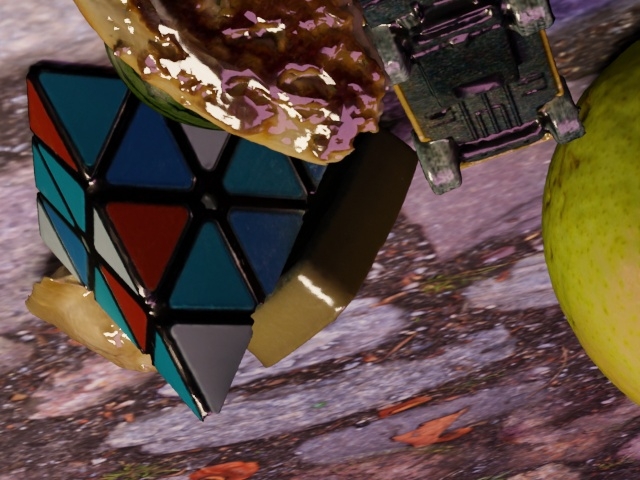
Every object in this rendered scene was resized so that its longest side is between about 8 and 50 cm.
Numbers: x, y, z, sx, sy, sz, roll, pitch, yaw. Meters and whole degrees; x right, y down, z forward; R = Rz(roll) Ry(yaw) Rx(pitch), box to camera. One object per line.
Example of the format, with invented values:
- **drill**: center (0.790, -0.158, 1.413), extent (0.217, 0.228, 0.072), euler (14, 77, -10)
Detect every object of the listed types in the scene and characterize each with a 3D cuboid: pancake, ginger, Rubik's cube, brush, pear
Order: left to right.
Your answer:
- **Rubik's cube**: center (-0.175, -0.032, 1.424), extent (0.250, 0.284, 0.234), euler (32, 156, -31)
- **ginger**: center (-0.167, 0.066, 1.603), extent (0.115, 0.122, 0.193), euler (-37, 178, -15)
- **pancake**: center (-0.039, -0.191, 1.032), extent (0.266, 0.057, 0.244), euler (31, 105, -16)
- **brush**: center (0.000, 0.000, 1.482), extent (0.059, 0.197, 0.123), euler (38, 133, -13)
- **pear**: center (0.360, 0.008, 1.495), extent (0.391, 0.391, 0.391), euler (-14, 158, -6)

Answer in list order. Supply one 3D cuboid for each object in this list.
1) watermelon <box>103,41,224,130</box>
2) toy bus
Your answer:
- **watermelon**: center (-0.077, -0.142, 1.144), extent (0.187, 0.140, 0.141), euler (18, 144, -26)
- **toy bus**: center (0.088, -0.146, 1.253), extent (0.121, 0.123, 0.335), euler (-20, 158, 7)
